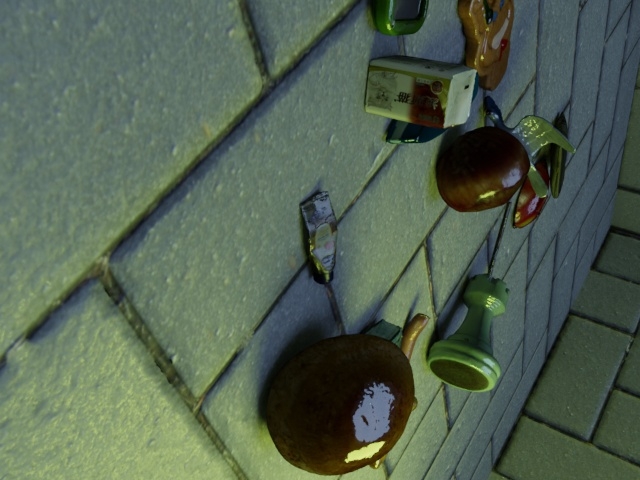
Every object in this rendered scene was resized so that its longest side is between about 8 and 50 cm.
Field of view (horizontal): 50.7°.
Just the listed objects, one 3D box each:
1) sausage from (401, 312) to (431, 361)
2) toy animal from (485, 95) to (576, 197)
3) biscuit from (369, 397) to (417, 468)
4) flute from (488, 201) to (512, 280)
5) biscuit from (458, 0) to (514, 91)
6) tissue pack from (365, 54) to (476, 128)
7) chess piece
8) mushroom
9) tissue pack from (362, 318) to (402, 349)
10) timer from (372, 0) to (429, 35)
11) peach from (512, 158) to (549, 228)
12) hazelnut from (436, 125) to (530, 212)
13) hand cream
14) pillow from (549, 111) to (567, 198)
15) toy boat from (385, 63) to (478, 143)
[{"bbox_3d":[0.211,0.256,1.615,0.040,0.047,0.176,12,99,-49],"label":"sausage"},{"bbox_3d":[0.466,-0.220,1.601,0.255,0.239,0.176,44,49,-21],"label":"toy animal"},{"bbox_3d":[0.173,0.454,1.627,0.164,0.047,0.208,-63,164,2],"label":"biscuit"},{"bbox_3d":[0.541,0.010,2.054,0.014,0.014,0.269,-12,117,-57],"label":"flute"},{"bbox_3d":[0.364,-0.459,1.435,0.202,0.047,0.334,-57,149,-22],"label":"biscuit"},{"bbox_3d":[0.166,-0.248,1.125,0.106,0.149,0.099,-28,130,-50],"label":"tissue pack"},{"bbox_3d":[0.424,0.244,1.852,0.299,0.195,0.194,-64,152,-30],"label":"chess piece"},{"bbox_3d":[0.056,0.293,1.196,0.283,0.195,0.263,10,96,-50],"label":"mushroom"},{"bbox_3d":[0.104,0.306,1.441,0.173,0.073,0.235,-37,137,-44],"label":"tissue pack"},{"bbox_3d":[0.130,-0.396,1.081,0.140,0.047,0.128,-26,128,-51],"label":"timer"},{"bbox_3d":[0.699,-0.148,2.171,0.279,0.068,0.189,-59,151,-19],"label":"peach"},{"bbox_3d":[0.348,-0.152,1.468,0.204,0.178,0.178,-33,158,19],"label":"hazelnut"},{"bbox_3d":[0.000,0.000,1.117,0.062,0.039,0.163,-28,130,-29],"label":"hand cream"},{"bbox_3d":[0.773,-0.277,2.195,0.212,0.052,0.208,-66,154,-44],"label":"pillow"},{"bbox_3d":[0.221,-0.254,1.303,0.299,0.062,0.096,-43,142,-39],"label":"toy boat"}]
